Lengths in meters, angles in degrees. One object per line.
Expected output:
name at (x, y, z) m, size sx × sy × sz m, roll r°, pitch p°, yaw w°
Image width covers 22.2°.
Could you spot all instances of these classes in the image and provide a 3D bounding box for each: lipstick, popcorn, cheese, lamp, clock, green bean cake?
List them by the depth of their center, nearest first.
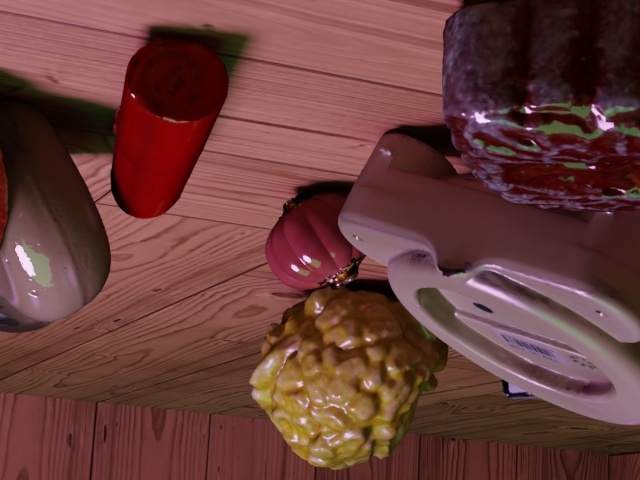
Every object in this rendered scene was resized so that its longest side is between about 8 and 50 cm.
green bean cake at (0.186, -0.083, 1.064) m, size 0.198 × 0.097 × 0.232 m, roll 1°, pitch 167°, yaw 11°
lipstick at (-0.120, -0.080, 1.227) m, size 0.073 × 0.073 × 0.279 m, roll 5°, pitch 166°, yaw -9°
cheese at (-0.243, -0.028, 1.330) m, size 0.091 × 0.175 × 0.202 m, roll -33°, pitch 153°, yaw -21°
clock at (0.185, 0.046, 1.333) m, size 0.284 × 0.114 × 0.309 m, roll 16°, pitch 162°, yaw 36°
lamp at (0.000, 0.000, 1.503) m, size 0.107 × 0.092 × 0.107 m, roll -31°, pitch 171°, yaw -6°
popcorn at (0.033, 0.155, 1.965) m, size 0.212 × 0.259 × 0.259 m, roll 28°, pitch 169°, yaw 5°

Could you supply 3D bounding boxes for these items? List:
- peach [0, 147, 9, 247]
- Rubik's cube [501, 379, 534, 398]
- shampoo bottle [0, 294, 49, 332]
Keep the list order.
peach at (-0.330, -0.014, 1.221) m, size 0.189 × 0.068 × 0.279 m, roll 24°, pitch 118°, yaw -15°
Rubik's cube at (0.273, 0.070, 1.571) m, size 0.151 × 0.154 × 0.155 m, roll 2°, pitch 171°, yaw -33°
shampoo bottle at (-0.363, 0.030, 1.760) m, size 0.125 × 0.084 × 0.350 m, roll 5°, pitch 167°, yaw 0°
